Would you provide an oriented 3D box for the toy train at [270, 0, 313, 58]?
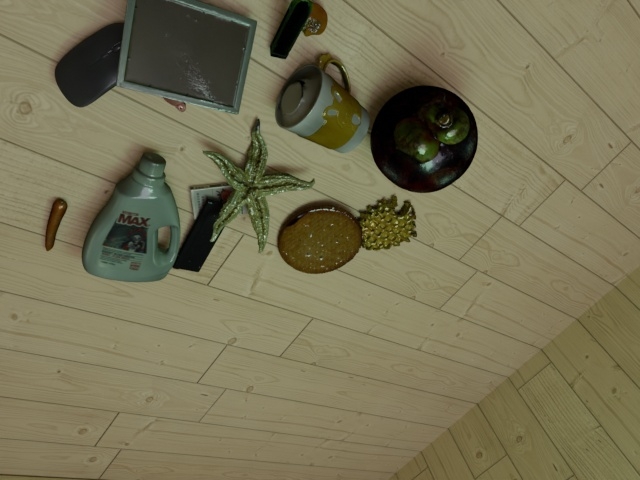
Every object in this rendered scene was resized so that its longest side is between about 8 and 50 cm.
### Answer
[{"bbox_3d":[-0.071,-0.520,1.194,0.044,0.042,0.209,3,162,-24],"label":"toy train"}]

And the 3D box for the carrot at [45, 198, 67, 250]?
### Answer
[{"bbox_3d":[-0.760,-0.041,1.412,0.037,0.037,0.190,16,125,-31],"label":"carrot"}]

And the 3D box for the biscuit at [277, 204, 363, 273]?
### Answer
[{"bbox_3d":[0.000,0.000,1.713,0.305,0.038,0.305,-6,131,-7],"label":"biscuit"}]

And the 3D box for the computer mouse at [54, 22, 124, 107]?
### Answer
[{"bbox_3d":[-0.516,-0.408,1.157,0.232,0.057,0.120,-31,98,7],"label":"computer mouse"}]

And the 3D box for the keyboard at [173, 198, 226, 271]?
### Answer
[{"bbox_3d":[-0.376,-0.008,1.567,0.100,0.018,0.310,12,130,-32],"label":"keyboard"}]

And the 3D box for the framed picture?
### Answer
[{"bbox_3d":[-0.310,-0.441,1.162,0.296,0.019,0.232,7,106,-30],"label":"framed picture"}]

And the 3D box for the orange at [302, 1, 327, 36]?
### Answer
[{"bbox_3d":[-0.020,-0.554,1.245,0.086,0.062,0.086,-12,131,-15],"label":"orange"}]

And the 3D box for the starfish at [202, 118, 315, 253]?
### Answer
[{"bbox_3d":[-0.218,-0.150,1.455,0.358,0.078,0.347,-42,122,-4],"label":"starfish"}]

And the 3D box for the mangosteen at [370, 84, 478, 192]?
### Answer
[{"bbox_3d":[0.287,-0.299,1.391,0.306,0.306,0.359,-30,158,5],"label":"mangosteen"}]

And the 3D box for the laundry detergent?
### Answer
[{"bbox_3d":[-0.514,-0.063,1.429,0.263,0.125,0.398,13,120,-28],"label":"laundry detergent"}]

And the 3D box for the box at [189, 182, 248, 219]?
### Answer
[{"bbox_3d":[-0.294,-0.126,1.519,0.198,0.029,0.109,-8,130,-14],"label":"box"}]

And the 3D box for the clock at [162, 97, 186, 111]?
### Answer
[{"bbox_3d":[-0.345,-0.419,1.215,0.162,0.093,0.166,-44,129,13],"label":"clock"}]

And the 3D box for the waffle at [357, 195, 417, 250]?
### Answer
[{"bbox_3d":[0.236,-0.050,1.771,0.231,0.051,0.229,-23,135,-1],"label":"waffle"}]

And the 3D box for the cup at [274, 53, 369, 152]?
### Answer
[{"bbox_3d":[0.019,-0.374,1.354,0.226,0.185,0.241,23,86,-40],"label":"cup"}]
